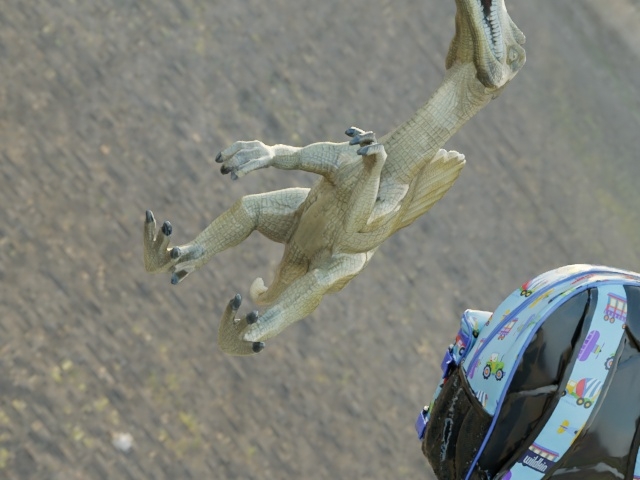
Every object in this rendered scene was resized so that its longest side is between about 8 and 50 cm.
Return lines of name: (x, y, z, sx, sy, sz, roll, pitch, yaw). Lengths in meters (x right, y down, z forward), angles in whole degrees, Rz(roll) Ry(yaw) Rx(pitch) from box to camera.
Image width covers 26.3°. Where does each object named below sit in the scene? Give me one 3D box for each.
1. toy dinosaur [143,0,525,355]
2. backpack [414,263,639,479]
toy dinosaur: (0.000, 0.000, 0.403, 0.093, 0.183, 0.053, -20, 72, -36)
backpack: (0.156, 0.087, 0.850, 0.158, 0.173, 0.117, 8, 24, -22)
